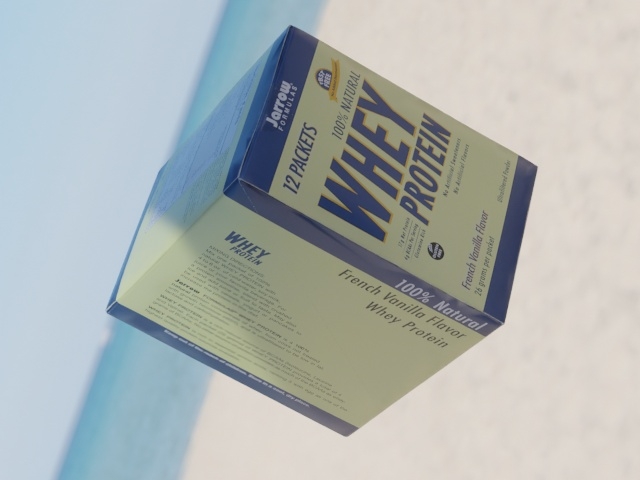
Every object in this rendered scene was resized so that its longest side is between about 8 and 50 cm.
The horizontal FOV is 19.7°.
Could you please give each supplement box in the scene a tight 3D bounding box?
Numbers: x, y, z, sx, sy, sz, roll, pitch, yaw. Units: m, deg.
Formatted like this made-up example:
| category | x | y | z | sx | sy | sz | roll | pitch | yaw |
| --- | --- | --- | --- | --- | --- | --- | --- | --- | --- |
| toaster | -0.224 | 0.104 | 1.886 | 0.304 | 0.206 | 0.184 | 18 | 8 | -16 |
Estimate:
| category | x | y | z | sx | sy | sz | roll | pitch | yaw |
| --- | --- | --- | --- | --- | --- | --- | --- | --- | --- |
| supplement box | 0.000 | 0.000 | 0.510 | 0.083 | 0.083 | 0.056 | -43 | 25 | 49 |
